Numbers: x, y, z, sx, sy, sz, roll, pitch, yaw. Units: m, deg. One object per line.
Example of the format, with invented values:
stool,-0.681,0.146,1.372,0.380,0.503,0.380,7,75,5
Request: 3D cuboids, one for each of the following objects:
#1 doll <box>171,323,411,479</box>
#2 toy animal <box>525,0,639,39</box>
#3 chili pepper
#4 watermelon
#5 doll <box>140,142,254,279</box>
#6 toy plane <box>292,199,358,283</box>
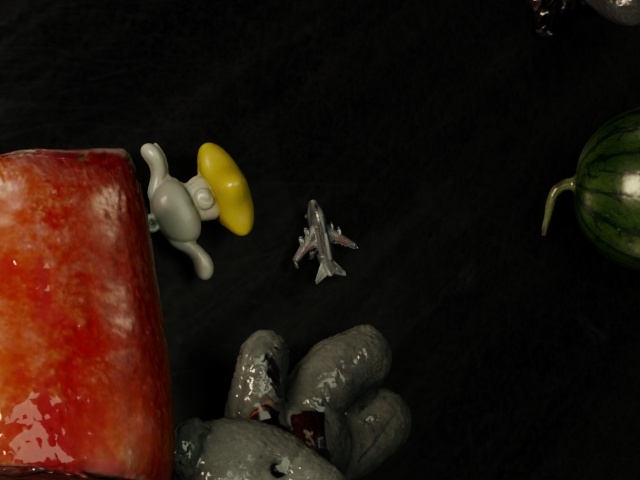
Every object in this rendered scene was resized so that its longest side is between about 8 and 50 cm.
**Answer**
doll,-0.012,0.202,1.630,0.340,0.158,0.246,-28,106,-37
toy animal,0.337,-0.299,1.956,0.121,0.210,0.117,-18,102,-36
chili pepper,-0.254,0.086,1.493,0.251,0.229,0.305,3,66,-29
watermelon,0.362,-0.059,1.928,0.215,0.188,0.188,9,70,3
doll,-0.118,-0.029,1.682,0.113,0.071,0.135,0,82,-25
toy plane,0.000,0.000,1.766,0.078,0.031,0.083,-15,87,-35
